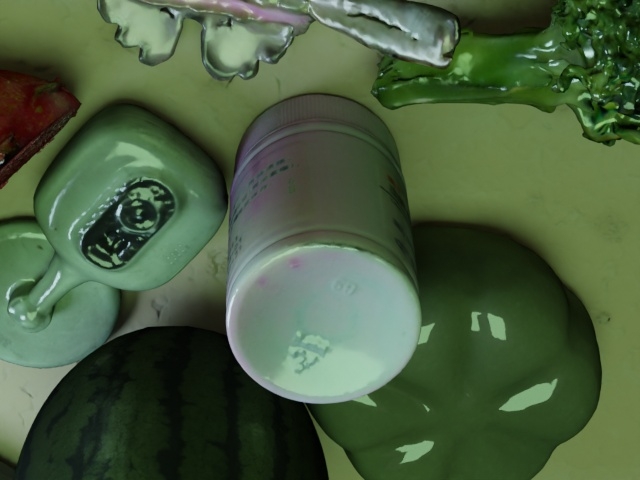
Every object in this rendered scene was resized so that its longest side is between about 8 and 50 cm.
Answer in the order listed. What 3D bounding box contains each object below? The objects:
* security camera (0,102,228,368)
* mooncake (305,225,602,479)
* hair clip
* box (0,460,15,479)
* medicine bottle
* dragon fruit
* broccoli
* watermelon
[{"bbox_3d":[-0.211,0.015,1.577,0.157,0.080,0.301,35,117,-21],"label":"security camera"},{"bbox_3d":[0.116,0.119,1.613,0.275,0.135,0.275,-2,124,-3],"label":"mooncake"},{"bbox_3d":[-0.028,-0.195,1.441,0.300,0.069,0.173,15,115,11],"label":"hair clip"},{"bbox_3d":[-0.370,0.231,1.713,0.243,0.055,0.103,34,115,-19],"label":"box"},{"bbox_3d":[0.000,0.000,1.464,0.152,0.254,0.152,0,121,-1],"label":"medicine bottle"},{"bbox_3d":[-0.284,-0.099,1.478,0.111,0.153,0.153,43,113,-4],"label":"dragon fruit"},{"bbox_3d":[0.198,-0.148,1.474,0.275,0.177,0.198,-13,162,39],"label":"broccoli"},{"bbox_3d":[-0.130,0.245,1.548,0.279,0.359,0.279,0,147,0],"label":"watermelon"}]
